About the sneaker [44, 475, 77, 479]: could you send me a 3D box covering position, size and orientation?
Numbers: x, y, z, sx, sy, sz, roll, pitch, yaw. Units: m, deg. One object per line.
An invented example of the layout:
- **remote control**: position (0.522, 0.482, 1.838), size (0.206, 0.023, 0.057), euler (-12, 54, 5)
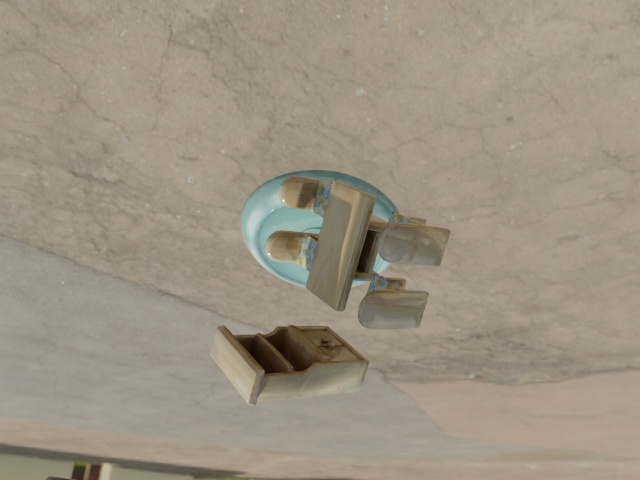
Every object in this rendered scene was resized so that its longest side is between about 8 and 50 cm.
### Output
- **sneaker**: position (-0.195, 0.255, 0.382), size (0.116, 0.136, 0.314), euler (21, 141, -25)

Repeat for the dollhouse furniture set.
- **dollhouse furniture set**: position (-0.010, 0.052, 0.651), size (0.161, 0.241, 0.212), euler (5, -164, -36)

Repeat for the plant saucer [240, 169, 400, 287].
- **plant saucer**: position (0.000, 0.000, 1.066), size (0.318, 0.043, 0.317), euler (4, 136, 4)
